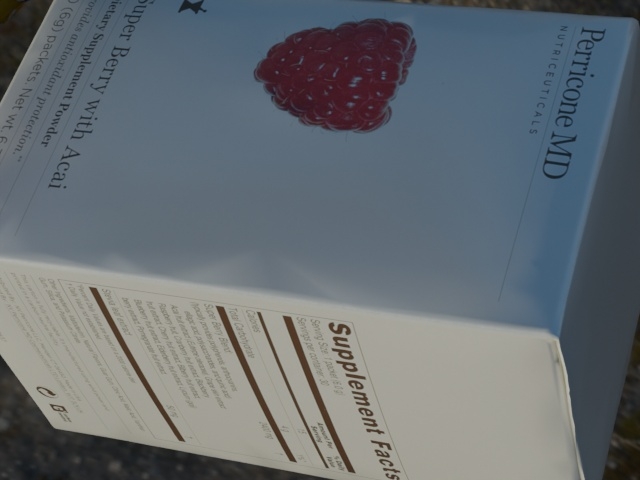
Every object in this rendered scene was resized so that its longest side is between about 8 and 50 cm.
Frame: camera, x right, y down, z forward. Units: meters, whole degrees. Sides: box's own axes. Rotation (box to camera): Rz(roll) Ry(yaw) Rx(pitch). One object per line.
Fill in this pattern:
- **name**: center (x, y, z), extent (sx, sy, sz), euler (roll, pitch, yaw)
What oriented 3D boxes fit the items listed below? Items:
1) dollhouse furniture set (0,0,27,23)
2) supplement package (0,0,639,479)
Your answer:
- **dollhouse furniture set**: center (-0.173, -0.244, 0.519), extent (0.201, 0.374, 0.152), euler (-32, 31, 17)
- **supplement package**: center (0.000, 0.000, 0.768), extent (0.293, 0.175, 0.177), euler (7, 57, 19)
